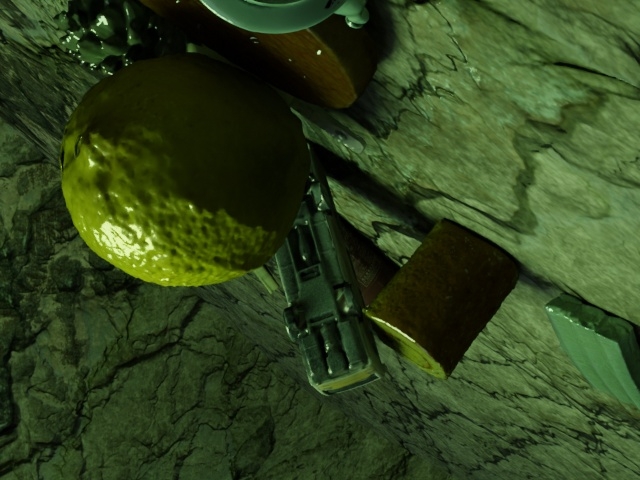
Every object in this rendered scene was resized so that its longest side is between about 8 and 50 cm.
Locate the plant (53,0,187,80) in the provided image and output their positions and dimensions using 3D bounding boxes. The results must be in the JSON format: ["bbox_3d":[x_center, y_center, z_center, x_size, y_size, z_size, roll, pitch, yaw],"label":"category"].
[{"bbox_3d":[-0.240,-0.255,1.615,0.129,0.132,0.194,23,167,36],"label":"plant"}]

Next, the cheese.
[{"bbox_3d":[-0.050,-0.182,1.532,0.251,0.054,0.127,36,168,1],"label":"cheese"}]

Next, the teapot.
[{"bbox_3d":[-0.048,-0.249,1.060,0.232,0.159,0.159,35,169,-10],"label":"teapot"}]

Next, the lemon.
[{"bbox_3d":[-0.145,-0.076,1.447,0.268,0.268,0.321,26,-166,41],"label":"lemon"}]

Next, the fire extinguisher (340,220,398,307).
[{"bbox_3d":[0.000,0.000,2.001,0.269,0.105,0.105,40,168,-17],"label":"fire extinguisher"}]

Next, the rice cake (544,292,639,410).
[{"bbox_3d":[0.366,0.150,1.639,0.127,0.043,0.237,28,165,41],"label":"rice cake"}]

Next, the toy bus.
[{"bbox_3d":[-0.005,0.039,1.702,0.138,0.097,0.343,54,-162,-64],"label":"toy bus"}]

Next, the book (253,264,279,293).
[{"bbox_3d":[-0.201,-0.081,2.212,0.262,0.028,0.374,55,180,34],"label":"book"}]

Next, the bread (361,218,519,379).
[{"bbox_3d":[0.156,0.075,1.629,0.132,0.172,0.103,32,161,24],"label":"bread"}]

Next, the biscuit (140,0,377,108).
[{"bbox_3d":[-0.109,-0.276,1.287,0.394,0.070,0.350,34,171,6],"label":"biscuit"}]
